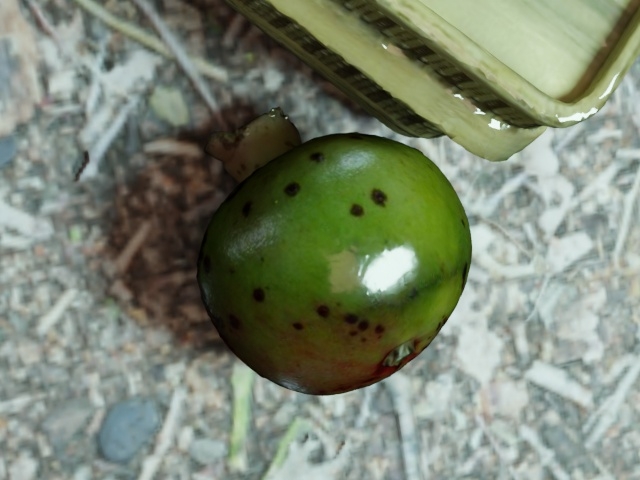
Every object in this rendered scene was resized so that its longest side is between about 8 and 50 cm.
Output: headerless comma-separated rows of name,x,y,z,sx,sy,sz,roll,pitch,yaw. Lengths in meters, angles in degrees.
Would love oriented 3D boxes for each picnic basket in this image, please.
picnic basket,0.063,-0.214,0.661,0.228,0.175,0.313,35,81,-15

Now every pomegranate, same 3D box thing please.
pomegranate,0.004,0.007,0.697,0.130,0.130,0.130,-1,95,-15
